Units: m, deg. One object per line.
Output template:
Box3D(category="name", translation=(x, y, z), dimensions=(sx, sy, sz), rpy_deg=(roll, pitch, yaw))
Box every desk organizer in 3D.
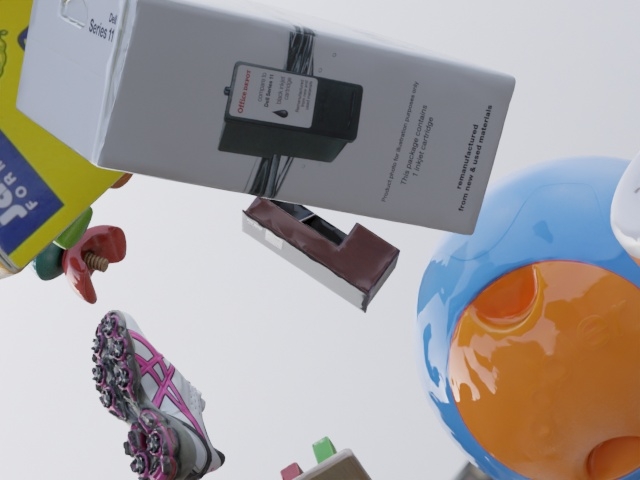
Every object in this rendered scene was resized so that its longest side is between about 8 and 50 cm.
Box3D(category="desk organizer", translation=(0.000, 0.000, 1.489), dimensions=(0.050, 0.130, 0.047), rpy_deg=(-53, -10, -19))

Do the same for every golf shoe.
Box3D(category="golf shoe", translation=(-0.153, 0.145, 1.622), dimensions=(0.086, 0.186, 0.067), rpy_deg=(1, -39, -41))

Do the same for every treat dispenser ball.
Box3D(category="treat dispenser ball", translation=(0.219, 0.074, 1.437), dimensions=(0.288, 0.288, 0.288), rpy_deg=(-39, -26, -24))

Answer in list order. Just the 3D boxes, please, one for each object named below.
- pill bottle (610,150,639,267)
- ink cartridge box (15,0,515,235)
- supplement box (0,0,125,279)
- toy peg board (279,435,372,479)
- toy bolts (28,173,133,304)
Box3D(category="pill bottle", translation=(0.267, 0.030, 0.958), dimensions=(0.121, 0.221, 0.121), rpy_deg=(-37, 21, 17))
Box3D(category="ink cartridge box", translation=(-0.033, -0.074, 0.888), dimensions=(0.208, 0.153, 0.087), rpy_deg=(11, -80, -26))
Box3D(category="supplement box", translation=(-0.249, -0.091, 1.168), dimensions=(0.195, 0.194, 0.356), rpy_deg=(-46, 14, -24))
Box3D(category="toy peg board", translation=(-0.008, 0.269, 1.569), dimensions=(0.160, 0.079, 0.161), rpy_deg=(-31, -65, 4))
Box3D(category="toy bolts", translation=(-0.330, -0.055, 2.159), dimensions=(0.218, 0.158, 0.228), rpy_deg=(-57, -24, -36))
